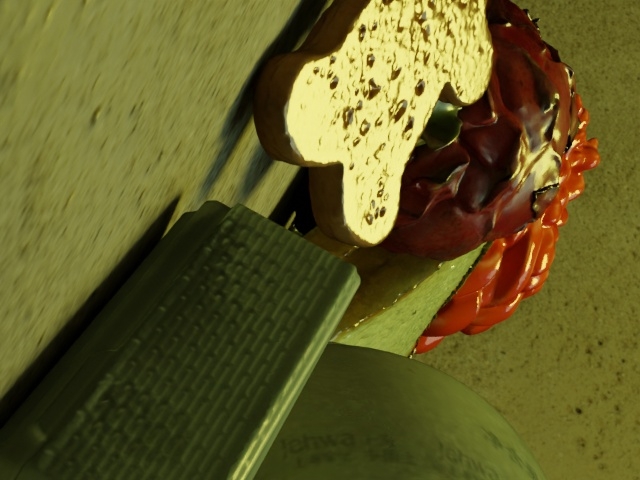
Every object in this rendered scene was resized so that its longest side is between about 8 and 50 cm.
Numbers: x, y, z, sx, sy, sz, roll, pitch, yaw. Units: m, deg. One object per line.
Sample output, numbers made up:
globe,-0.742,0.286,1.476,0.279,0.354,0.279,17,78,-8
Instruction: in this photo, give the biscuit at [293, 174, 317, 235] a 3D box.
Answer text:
biscuit,0.038,-0.085,1.520,0.194,0.053,0.194,-61,177,-6

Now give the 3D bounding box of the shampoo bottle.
shampoo bottle,0.000,0.227,1.098,0.322,0.322,0.317,-61,-160,12

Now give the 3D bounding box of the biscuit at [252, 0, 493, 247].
biscuit,0.047,-0.121,0.981,0.250,0.036,0.165,-60,146,-21

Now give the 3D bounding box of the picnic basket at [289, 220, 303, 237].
picnic basket,0.000,0.000,1.643,0.083,0.083,0.065,45,-62,54

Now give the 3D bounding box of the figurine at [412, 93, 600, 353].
figurine,0.121,-0.066,1.854,0.306,0.241,0.412,-38,-162,5

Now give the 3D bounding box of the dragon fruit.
dragon fruit,0.077,-0.074,1.156,0.209,0.172,0.172,-29,151,-56

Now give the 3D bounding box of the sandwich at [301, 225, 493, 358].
sandwich,0.008,0.068,1.488,0.271,0.099,0.301,-33,165,-29

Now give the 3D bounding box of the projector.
projector,-0.090,0.115,0.817,0.192,0.099,0.257,-64,177,32
